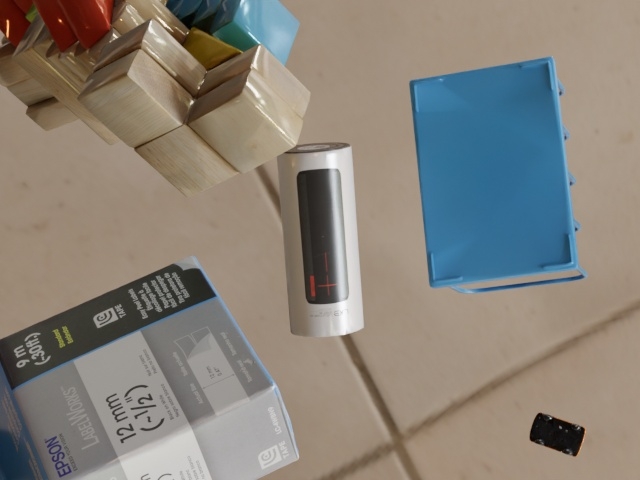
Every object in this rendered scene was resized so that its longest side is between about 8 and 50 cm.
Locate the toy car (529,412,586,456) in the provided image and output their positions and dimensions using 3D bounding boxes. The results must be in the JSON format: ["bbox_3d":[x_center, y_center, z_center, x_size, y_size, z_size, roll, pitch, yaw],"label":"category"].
[{"bbox_3d":[0.253,0.243,1.751,0.060,0.040,0.122,-1,85,19],"label":"toy car"}]

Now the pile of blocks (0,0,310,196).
[{"bbox_3d":[-0.112,-0.134,0.967,0.149,0.112,0.362,-51,28,-7],"label":"pile of blocks"}]

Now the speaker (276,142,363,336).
[{"bbox_3d":[0.000,0.000,1.191,0.055,0.055,0.136,-1,100,15],"label":"speaker"}]

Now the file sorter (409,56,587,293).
[{"bbox_3d":[0.149,-0.047,1.352,0.118,0.104,0.170,-8,80,16],"label":"file sorter"}]

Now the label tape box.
[{"bbox_3d":[-0.230,0.182,1.665,0.347,0.115,0.249,-23,38,-11],"label":"label tape box"}]
